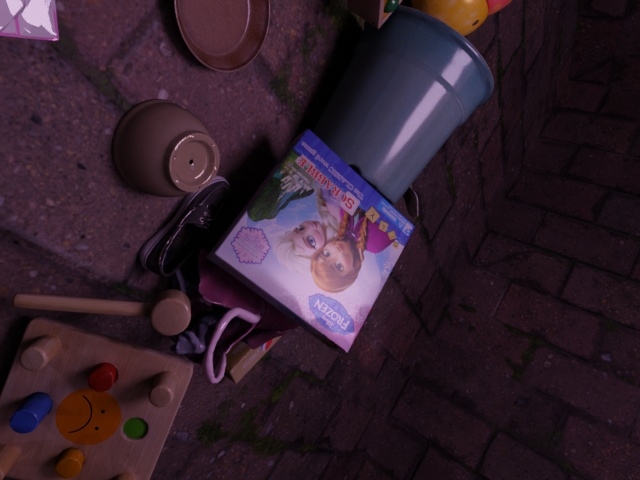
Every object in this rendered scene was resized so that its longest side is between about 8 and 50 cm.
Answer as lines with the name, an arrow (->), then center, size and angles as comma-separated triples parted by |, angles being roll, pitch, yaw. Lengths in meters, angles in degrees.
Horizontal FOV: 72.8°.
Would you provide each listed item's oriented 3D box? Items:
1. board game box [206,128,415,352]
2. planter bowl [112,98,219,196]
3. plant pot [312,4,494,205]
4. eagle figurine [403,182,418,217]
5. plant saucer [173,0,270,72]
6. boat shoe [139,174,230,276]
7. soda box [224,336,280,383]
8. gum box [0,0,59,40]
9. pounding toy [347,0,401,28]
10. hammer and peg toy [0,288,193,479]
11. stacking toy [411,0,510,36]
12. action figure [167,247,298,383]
board game box -> 0.000, 0.000, 0.862 | 0.319, 0.066, 0.318 | 39, 67, -17
planter bowl -> -0.236, -0.140, 0.715 | 0.162, 0.109, 0.162 | -34, 136, -40
plant pot -> 0.155, -0.284, 1.012 | 0.334, 0.341, 0.341 | -56, 147, 1
eagle figurine -> 0.227, -0.231, 1.249 | 0.298, 0.226, 0.225 | -51, 127, -13
plant saucer -> -0.166, -0.387, 0.723 | 0.198, 0.036, 0.198 | -34, 137, -39
boat shoe -> -0.238, -0.027, 0.816 | 0.228, 0.076, 0.080 | -50, 145, -22
soda box -> -0.178, 0.272, 1.114 | 0.181, 0.058, 0.061 | -44, 142, -31
gum box -> -0.339, -0.318, 0.453 | 0.062, 0.107, 0.188 | -21, 127, -48
pounding toy -> 0.137, -0.526, 0.778 | 0.181, 0.094, 0.206 | -51, 172, -3
hammer and peg toy -> -0.350, 0.220, 0.682 | 0.266, 0.127, 0.361 | 21, 93, -13
stacking toy -> 0.351, -0.643, 1.111 | 0.480, 0.350, 0.350 | -54, 149, 11
action figure -> -0.126, 0.127, 0.920 | 0.370, 0.276, 0.248 | 10, 96, -43
